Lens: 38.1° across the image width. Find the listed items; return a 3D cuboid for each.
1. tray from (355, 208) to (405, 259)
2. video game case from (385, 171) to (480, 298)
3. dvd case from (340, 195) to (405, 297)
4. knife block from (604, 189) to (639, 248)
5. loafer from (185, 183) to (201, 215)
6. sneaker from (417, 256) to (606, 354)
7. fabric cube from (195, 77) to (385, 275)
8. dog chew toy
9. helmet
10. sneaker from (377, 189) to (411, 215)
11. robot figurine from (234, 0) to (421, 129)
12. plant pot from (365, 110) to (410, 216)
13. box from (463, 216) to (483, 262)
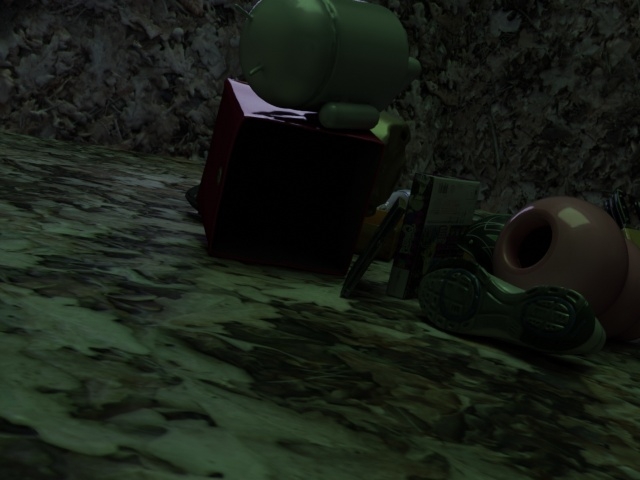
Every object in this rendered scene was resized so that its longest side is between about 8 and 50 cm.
[{"bbox_3d":[0.096,-0.028,2.136,0.203,0.076,0.411,13,8,11],"label":"tray"},{"bbox_3d":[0.199,-0.009,1.602,0.042,0.210,0.232,17,10,27],"label":"video game case"},{"bbox_3d":[0.090,0.006,1.515,0.018,0.164,0.221,33,8,0],"label":"dvd case"},{"bbox_3d":[0.641,0.029,1.872,0.088,0.242,0.276,8,8,-18],"label":"knife block"},{"bbox_3d":[-0.176,-0.056,1.953,0.303,0.095,0.109,13,36,44],"label":"loafer"},{"bbox_3d":[0.267,0.110,1.327,0.297,0.111,0.129,20,-9,43],"label":"sneaker"},{"bbox_3d":[-0.066,-0.118,1.654,0.259,0.254,0.258,10,21,-17],"label":"fabric cube"},{"bbox_3d":[0.426,0.065,1.471,0.332,0.206,0.207,28,-4,-35],"label":"dog chew toy"},{"bbox_3d":[0.326,0.032,1.614,0.170,0.161,0.169,-6,-1,0],"label":"helmet"},{"bbox_3d":[0.161,-0.070,2.403,0.091,0.094,0.258,-9,-6,-30],"label":"sneaker"},{"bbox_3d":[0.008,-0.316,1.577,0.354,0.299,0.200,1,-32,-41],"label":"robot figurine"},{"bbox_3d":[0.016,-0.208,2.023,0.306,0.333,0.334,24,11,20],"label":"plant pot"},{"bbox_3d":[0.314,0.017,1.892,0.171,0.130,0.091,9,7,-19],"label":"box"}]
